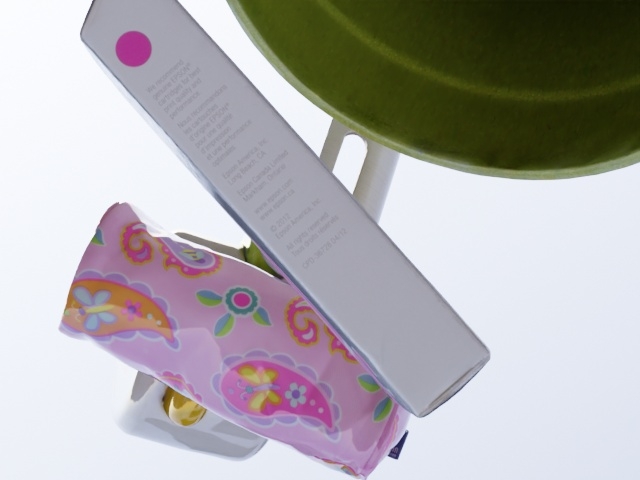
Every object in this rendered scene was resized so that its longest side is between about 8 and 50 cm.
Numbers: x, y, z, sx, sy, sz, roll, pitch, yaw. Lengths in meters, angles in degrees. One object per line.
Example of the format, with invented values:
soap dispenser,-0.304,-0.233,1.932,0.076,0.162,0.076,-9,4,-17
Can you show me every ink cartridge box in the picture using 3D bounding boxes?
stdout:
ink cartridge box,-0.047,-0.052,0.961,0.069,0.371,0.176,-39,178,-2

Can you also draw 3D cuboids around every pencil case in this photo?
pencil case,-0.056,0.077,1.216,0.284,0.124,0.124,25,-135,6

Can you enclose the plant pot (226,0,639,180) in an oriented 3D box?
plant pot,0.151,-0.296,1.119,0.366,0.366,0.353,-3,-133,30

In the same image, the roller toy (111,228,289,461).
roller toy,-0.107,0.093,1.412,0.146,0.191,0.209,15,-123,-13

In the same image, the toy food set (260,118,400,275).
toy food set,0.000,0.000,1.434,0.092,0.306,0.220,17,-115,1
